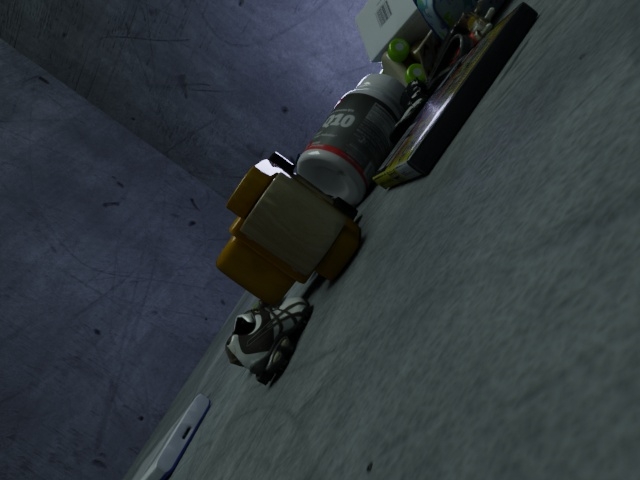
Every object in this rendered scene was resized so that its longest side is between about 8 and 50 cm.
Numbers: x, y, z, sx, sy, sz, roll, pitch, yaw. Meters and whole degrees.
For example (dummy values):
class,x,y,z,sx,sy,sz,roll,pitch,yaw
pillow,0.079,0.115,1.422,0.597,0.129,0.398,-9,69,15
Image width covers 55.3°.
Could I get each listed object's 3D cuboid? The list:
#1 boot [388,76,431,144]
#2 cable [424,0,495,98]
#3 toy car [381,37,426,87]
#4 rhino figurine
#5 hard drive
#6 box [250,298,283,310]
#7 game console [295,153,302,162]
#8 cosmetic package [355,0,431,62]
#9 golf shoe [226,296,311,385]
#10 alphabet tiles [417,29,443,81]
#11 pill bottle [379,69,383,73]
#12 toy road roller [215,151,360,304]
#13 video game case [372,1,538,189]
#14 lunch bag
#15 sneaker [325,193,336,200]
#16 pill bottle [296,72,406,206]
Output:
class,x,y,z,sx,sy,sz,roll,pitch,yaw
boot,0.174,-0.257,1.206,0.121,0.045,0.099,-50,28,28
cable,0.255,-0.328,1.214,0.287,0.072,0.140,114,168,-45
toy car,0.258,-0.434,1.498,0.188,0.149,0.155,-30,-11,-10
rhino figurine,-0.123,0.165,1.194,0.106,0.073,0.243,-50,5,16
hard drive,-0.370,0.508,1.377,0.319,0.040,0.210,-51,6,33
box,-0.147,0.182,1.456,0.109,0.042,0.178,-59,7,-34
game console,0.077,-0.264,1.597,0.250,0.173,0.293,-55,6,1
cosmetic package,0.249,-0.565,1.529,0.224,0.138,0.224,-12,-14,-30
golf shoe,-0.076,0.125,0.921,0.077,0.093,0.198,-53,4,23
alphabet tiles,0.293,-0.481,1.366,0.237,0.009,0.198,-56,-27,-8
pill bottle,0.270,-0.522,1.799,0.216,0.121,0.121,-51,6,35
toy road roller,-0.075,0.005,1.066,0.241,0.202,0.329,-54,5,10
video game case,0.193,-0.205,0.939,0.275,0.035,0.248,-54,5,-4
lunch bag,0.296,-0.522,1.228,0.219,0.176,0.090,-54,44,5
sneaker,0.000,0.000,1.275,0.083,0.071,0.191,73,-148,-51
pill bottle,0.082,-0.225,1.337,0.283,0.161,0.161,-58,6,-28
